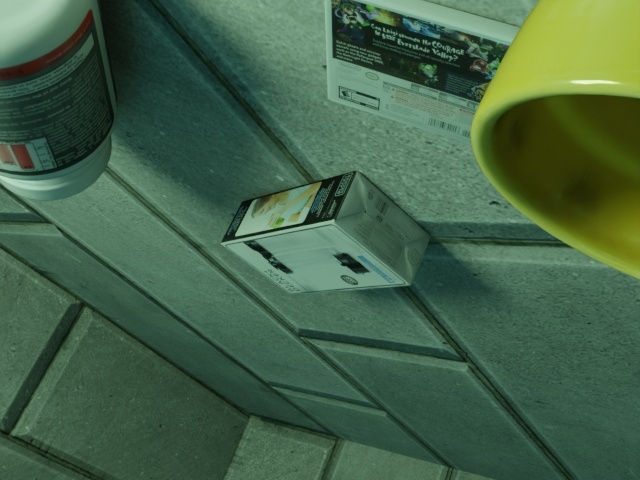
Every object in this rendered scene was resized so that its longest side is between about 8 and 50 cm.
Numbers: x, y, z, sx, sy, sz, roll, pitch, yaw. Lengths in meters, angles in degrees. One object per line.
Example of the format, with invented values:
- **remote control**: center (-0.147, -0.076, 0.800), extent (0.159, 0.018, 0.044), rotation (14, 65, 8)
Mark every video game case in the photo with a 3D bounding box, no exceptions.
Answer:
- **video game case**: center (0.096, -0.175, 0.745), extent (0.190, 0.022, 0.173), rotation (20, 156, 11)

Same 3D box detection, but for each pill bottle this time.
- **pill bottle**: center (-0.357, -0.199, 0.880), extent (0.210, 0.210, 0.363), rotation (24, 156, 1)

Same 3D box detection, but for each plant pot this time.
- **plant pot**: center (0.252, -0.111, 0.424), extent (0.254, 0.239, 0.254), rotation (28, 171, 5)

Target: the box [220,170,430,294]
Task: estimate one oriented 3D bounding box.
- **box**: center (0.000, 0.000, 1.109), extent (0.169, 0.087, 0.290), rotation (39, 152, -29)
